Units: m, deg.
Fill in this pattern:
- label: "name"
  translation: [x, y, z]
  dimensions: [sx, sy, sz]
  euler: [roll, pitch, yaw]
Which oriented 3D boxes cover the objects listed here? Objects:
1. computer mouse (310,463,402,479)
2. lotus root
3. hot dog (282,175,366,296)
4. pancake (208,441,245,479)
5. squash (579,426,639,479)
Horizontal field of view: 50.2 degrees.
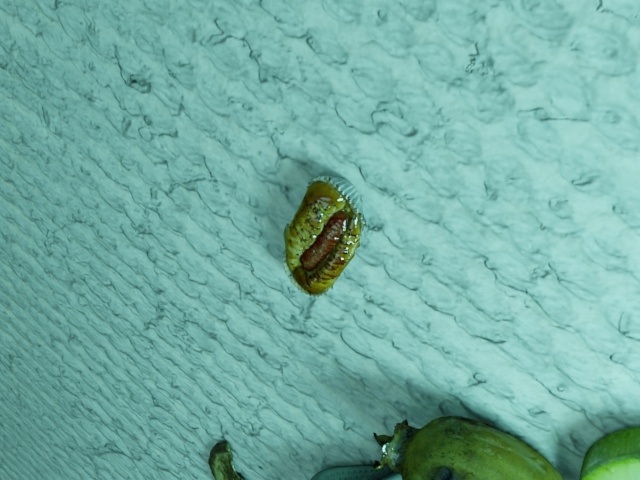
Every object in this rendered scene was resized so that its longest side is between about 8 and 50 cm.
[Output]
- label: "computer mouse"
  translation: [0.092, 0.449, 1.072]
  dimensions: [0.371, 0.122, 0.188]
  euler: [-31, 97, 41]
- label: "lotus root"
  translation: [0.181, 0.305, 0.882]
  dimensions: [0.278, 0.154, 0.154]
  euler: [24, 129, 24]
- label: "hot dog"
  translation: [0.000, 0.000, 0.892]
  dimensions: [0.099, 0.053, 0.192]
  euler: [39, 132, 16]
- label: "pancake"
  translation: [-0.147, 0.482, 1.340]
  dimensions: [0.191, 0.020, 0.184]
  euler: [25, 129, 22]
- label: "squash"
  translation: [0.422, 0.323, 0.777]
  dimensions: [0.252, 0.049, 0.252]
  euler: [19, 129, 26]
